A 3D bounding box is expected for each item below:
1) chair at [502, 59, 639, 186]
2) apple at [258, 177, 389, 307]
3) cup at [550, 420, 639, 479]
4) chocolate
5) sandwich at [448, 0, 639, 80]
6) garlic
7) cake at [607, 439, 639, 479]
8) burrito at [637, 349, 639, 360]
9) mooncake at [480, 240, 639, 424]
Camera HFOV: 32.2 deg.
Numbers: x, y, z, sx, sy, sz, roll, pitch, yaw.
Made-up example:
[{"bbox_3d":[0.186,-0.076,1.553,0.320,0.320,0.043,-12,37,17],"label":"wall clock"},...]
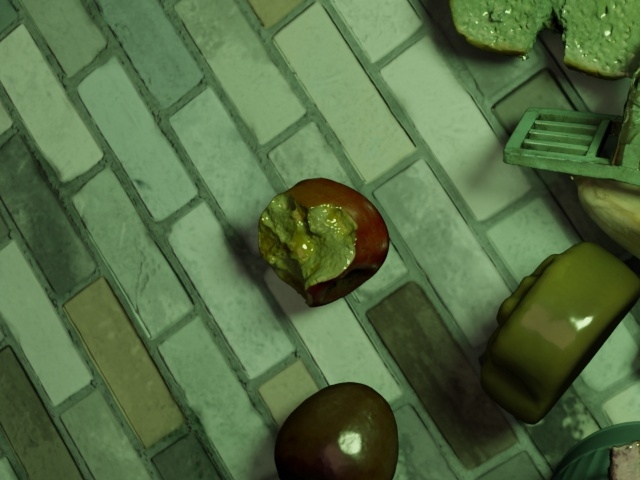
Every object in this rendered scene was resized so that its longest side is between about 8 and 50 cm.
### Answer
[{"bbox_3d":[0.362,-0.154,1.281,0.270,0.136,0.147,15,127,19],"label":"chair"},{"bbox_3d":[0.003,-0.004,1.473,0.158,0.147,0.156,56,139,20],"label":"apple"},{"bbox_3d":[0.331,0.366,1.269,0.331,0.311,0.257,-16,85,19],"label":"cup"},{"bbox_3d":[0.029,0.269,1.469,0.176,0.177,0.177,0,91,19],"label":"chocolate"},{"bbox_3d":[0.298,-0.334,1.360,0.273,0.095,0.249,17,119,17],"label":"sandwich"},{"bbox_3d":[0.423,-0.029,1.314,0.245,0.164,0.145,23,100,27],"label":"garlic"},{"bbox_3d":[0.344,0.330,1.050,0.115,0.113,0.295,-9,82,18],"label":"cake"},{"bbox_3d":[0.474,0.176,1.350,0.087,0.060,0.226,-44,76,9],"label":"burrito"},{"bbox_3d":[0.288,0.099,1.337,0.117,0.235,0.235,36,101,19],"label":"mooncake"}]
